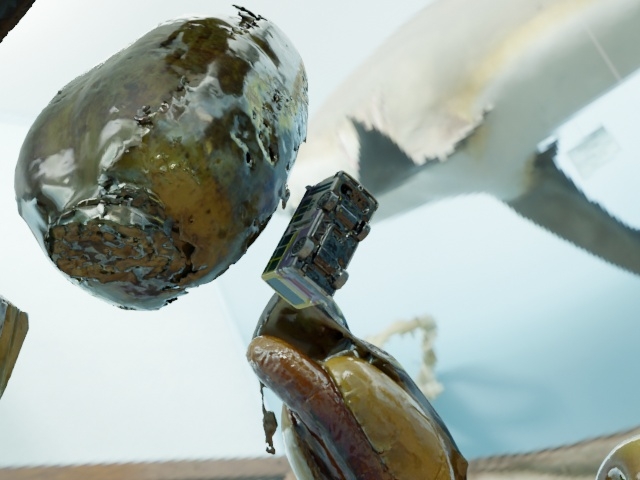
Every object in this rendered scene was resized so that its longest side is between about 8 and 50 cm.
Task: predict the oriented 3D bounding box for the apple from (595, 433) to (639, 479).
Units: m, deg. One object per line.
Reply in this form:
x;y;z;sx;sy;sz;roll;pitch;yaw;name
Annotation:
0.371;0.285;1.340;0.147;0.163;0.146;21;-43;-3;apple

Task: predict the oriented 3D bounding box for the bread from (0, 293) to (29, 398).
-0.318;0.065;0.847;0.192;0.110;0.210;4;-7;14;bread

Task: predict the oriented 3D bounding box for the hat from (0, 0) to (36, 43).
-0.147;-0.211;0.452;0.238;0.336;0.209;31;-31;-17;hat

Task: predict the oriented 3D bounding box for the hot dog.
0.023;0.217;1.317;0.194;0.326;0.107;-49;-2;22;hot dog

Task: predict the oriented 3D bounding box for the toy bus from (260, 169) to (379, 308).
0.000;0.000;0.988;0.052;0.102;0.058;41;-34;-23;toy bus

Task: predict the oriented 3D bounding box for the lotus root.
-0.110;-0.072;0.943;0.179;0.397;0.196;40;-66;-10;lotus root
